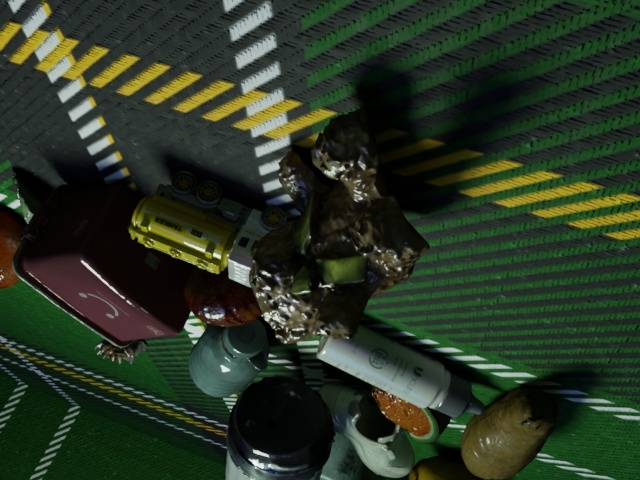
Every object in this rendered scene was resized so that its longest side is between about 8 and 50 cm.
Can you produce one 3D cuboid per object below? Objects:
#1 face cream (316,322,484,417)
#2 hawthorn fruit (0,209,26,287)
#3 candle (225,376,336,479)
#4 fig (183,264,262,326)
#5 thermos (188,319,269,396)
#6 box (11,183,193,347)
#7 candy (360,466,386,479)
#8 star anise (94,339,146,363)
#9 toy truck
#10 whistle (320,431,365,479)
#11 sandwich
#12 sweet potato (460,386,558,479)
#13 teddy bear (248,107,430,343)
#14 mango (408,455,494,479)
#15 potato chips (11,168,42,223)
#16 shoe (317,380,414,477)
[{"bbox_3d":[0.148,0.233,1.307,0.311,0.092,0.092,28,154,-5],"label":"face cream"},{"bbox_3d":[-0.674,-0.002,1.526,0.163,0.162,0.203,5,130,34],"label":"hawthorn fruit"},{"bbox_3d":[-0.093,0.459,1.584,0.221,0.221,0.342,19,136,11],"label":"candle"},{"bbox_3d":[-0.138,0.100,1.273,0.146,0.133,0.201,21,164,28],"label":"fig"},{"bbox_3d":[-0.185,0.210,1.511,0.182,0.145,0.286,57,153,10],"label":"thermos"},{"bbox_3d":[-0.340,0.041,1.265,0.168,0.193,0.294,-8,139,35],"label":"box"},{"bbox_3d":[0.018,0.714,2.050,0.427,0.186,0.386,16,-165,0],"label":"candy"},{"bbox_3d":[-0.536,0.208,1.923,0.148,0.219,0.227,41,123,38],"label":"star anise"},{"bbox_3d":[-0.156,-0.010,1.085,0.227,0.114,0.098,22,154,5],"label":"toy truck"},{"bbox_3d":[-0.027,0.500,1.874,0.405,0.168,0.188,39,149,-19],"label":"whistle"},{"bbox_3d":[0.193,0.327,1.475,0.159,0.079,0.235,21,152,31],"label":"sandwich"},{"bbox_3d":[0.333,0.332,1.295,0.131,0.130,0.422,22,153,5],"label":"sweet potato"},{"bbox_3d":[-0.004,-0.002,0.871,0.223,0.246,0.296,-22,162,4],"label":"teddy bear"},{"bbox_3d":[0.294,0.578,1.748,0.166,0.136,0.236,15,171,31],"label":"mango"},{"bbox_3d":[-0.511,-0.038,1.400,0.167,0.059,0.228,32,159,-1],"label":"potato chips"},{"bbox_3d":[0.136,0.419,1.635,0.316,0.124,0.159,41,148,-24],"label":"shoe"}]
